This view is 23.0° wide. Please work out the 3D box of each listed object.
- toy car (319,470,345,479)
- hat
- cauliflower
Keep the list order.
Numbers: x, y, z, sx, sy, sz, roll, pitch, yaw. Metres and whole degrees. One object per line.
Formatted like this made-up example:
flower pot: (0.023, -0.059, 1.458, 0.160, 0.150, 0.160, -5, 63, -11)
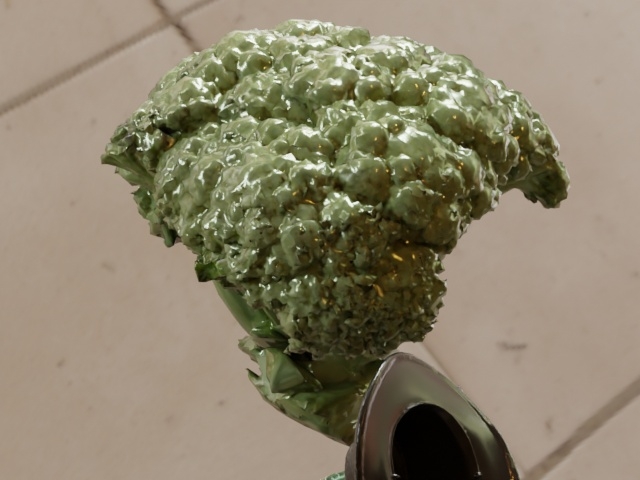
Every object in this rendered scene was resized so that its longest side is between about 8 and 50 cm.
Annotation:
toy car: (0.034, 0.229, 1.162, 0.059, 0.035, 0.122, -13, 85, 1)
hat: (0.043, 0.116, 0.755, 0.121, 0.050, 0.121, 18, 62, -37)
cauliflower: (0.000, 0.000, 0.922, 0.275, 0.272, 0.250, -13, 110, -49)
